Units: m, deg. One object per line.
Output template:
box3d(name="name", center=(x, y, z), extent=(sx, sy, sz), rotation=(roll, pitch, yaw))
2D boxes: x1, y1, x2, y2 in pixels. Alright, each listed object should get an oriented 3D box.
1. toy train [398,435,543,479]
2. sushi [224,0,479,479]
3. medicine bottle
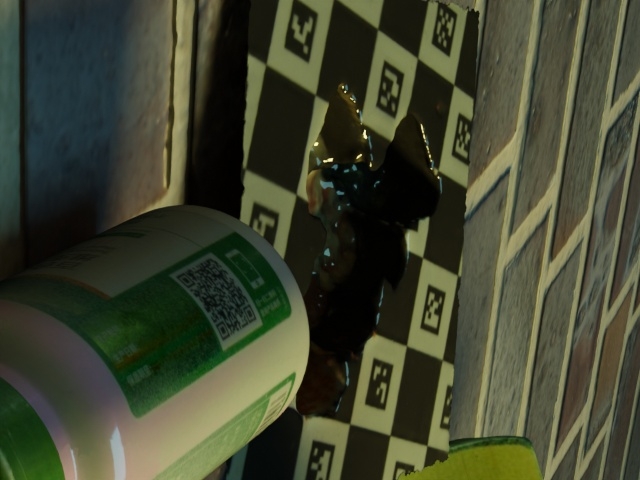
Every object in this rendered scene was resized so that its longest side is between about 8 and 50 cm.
box3d(name="toy train", center=(0.137, 0.300, 1.501), extent=(0.397, 0.160, 0.253), rotation=(82, -8, -77))
box3d(name="sushi", center=(0.000, 0.000, 1.200), extent=(0.320, 0.068, 0.340), rotation=(-8, 103, -61))
box3d(name="medicine bottle", center=(-0.114, 0.075, 0.844), extent=(0.274, 0.133, 0.133), rotation=(-34, 136, -64))
